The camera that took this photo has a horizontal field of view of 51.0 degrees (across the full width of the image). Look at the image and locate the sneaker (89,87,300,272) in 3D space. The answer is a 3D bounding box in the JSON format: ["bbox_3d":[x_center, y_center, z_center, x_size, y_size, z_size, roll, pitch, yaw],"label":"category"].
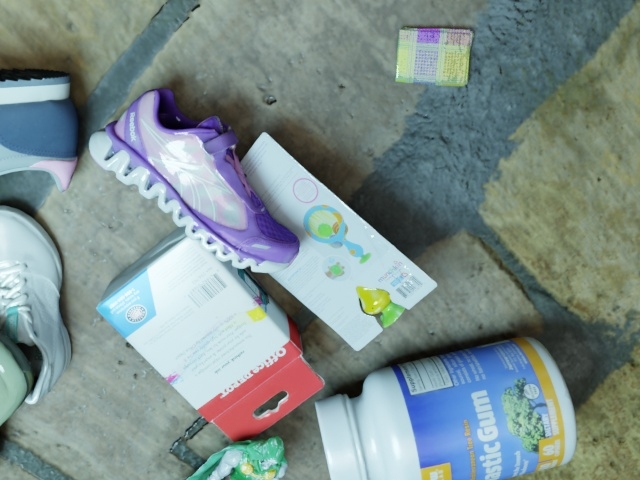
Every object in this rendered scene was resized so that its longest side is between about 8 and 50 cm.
[{"bbox_3d":[-0.110,-0.065,0.667,0.236,0.095,0.104,38,106,-2],"label":"sneaker"}]

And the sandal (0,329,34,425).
[{"bbox_3d":[-0.400,0.198,0.705,0.120,0.086,0.303,36,123,-2],"label":"sandal"}]

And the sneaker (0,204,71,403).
[{"bbox_3d":[-0.314,0.070,0.706,0.080,0.094,0.212,-11,109,-4],"label":"sneaker"}]

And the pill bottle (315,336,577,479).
[{"bbox_3d":[0.137,0.213,0.780,0.272,0.152,0.152,-12,109,-4],"label":"pill bottle"}]

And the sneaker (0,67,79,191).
[{"bbox_3d":[-0.382,-0.076,0.610,0.319,0.112,0.131,-12,115,-22],"label":"sneaker"}]

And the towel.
[{"bbox_3d":[0.123,-0.197,0.722,0.083,0.009,0.060,0,108,-7],"label":"towel"}]

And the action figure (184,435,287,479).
[{"bbox_3d":[-0.105,0.288,0.778,0.137,0.063,0.232,20,129,-24],"label":"action figure"}]

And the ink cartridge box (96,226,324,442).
[{"bbox_3d":[-0.115,0.103,0.751,0.134,0.078,0.231,-37,108,6],"label":"ink cartridge box"}]

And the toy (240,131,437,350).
[{"bbox_3d":[0.000,0.000,0.734,0.237,0.056,0.137,43,124,-2],"label":"toy"}]
